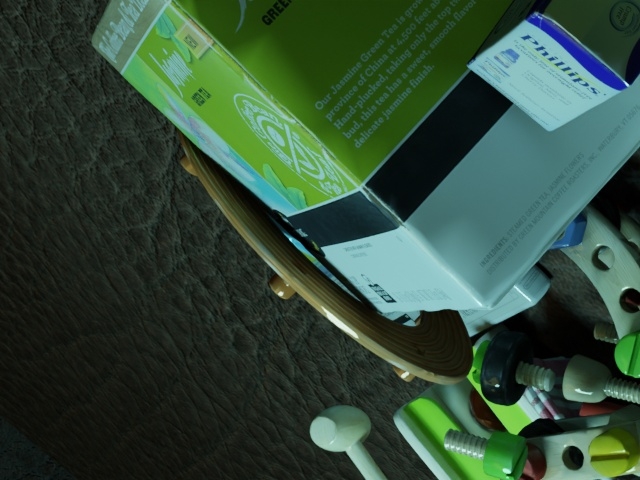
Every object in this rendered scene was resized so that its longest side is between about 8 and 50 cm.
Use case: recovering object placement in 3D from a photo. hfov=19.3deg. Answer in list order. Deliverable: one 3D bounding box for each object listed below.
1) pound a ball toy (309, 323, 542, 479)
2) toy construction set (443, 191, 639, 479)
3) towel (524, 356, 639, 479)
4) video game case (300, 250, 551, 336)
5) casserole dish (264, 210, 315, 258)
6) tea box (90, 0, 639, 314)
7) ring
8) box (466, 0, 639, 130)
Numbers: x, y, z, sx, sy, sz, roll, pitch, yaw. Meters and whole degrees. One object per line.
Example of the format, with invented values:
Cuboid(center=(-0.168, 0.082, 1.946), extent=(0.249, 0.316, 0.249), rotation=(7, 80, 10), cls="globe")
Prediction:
Cuboid(center=(0.172, 0.232, 1.845), extent=(0.319, 0.208, 0.136), rotation=(50, -159, 9), cls="pound a ball toy")
Cuboid(center=(0.286, 0.113, 1.507), extent=(0.237, 0.257, 0.309), rotation=(13, 168, 27), cls="toy construction set")
Cuboid(center=(0.252, 0.184, 1.727), extent=(0.197, 0.029, 0.144), rotation=(55, -164, 19), cls="towel")
Cuboid(center=(0.045, -0.015, 1.844), extent=(0.300, 0.036, 0.329), rotation=(42, 158, -4), cls="video game case")
Cuboid(center=(0.007, 0.002, 1.796), extent=(0.188, 0.037, 0.114), rotation=(30, 177, 37), cls="casserole dish")
Cuboid(center=(0.032, -0.131, 1.340), extent=(0.323, 0.220, 0.329), rotation=(44, 170, -5), cls="tea box")
Cuboid(center=(0.000, 0.000, 1.590), extent=(0.336, 0.032, 0.336), rotation=(39, -163, -14), cls="ring")
Cuboid(center=(0.167, -0.144, 1.126), extent=(0.072, 0.126, 0.137), rotation=(38, 166, -6), cls="box")
